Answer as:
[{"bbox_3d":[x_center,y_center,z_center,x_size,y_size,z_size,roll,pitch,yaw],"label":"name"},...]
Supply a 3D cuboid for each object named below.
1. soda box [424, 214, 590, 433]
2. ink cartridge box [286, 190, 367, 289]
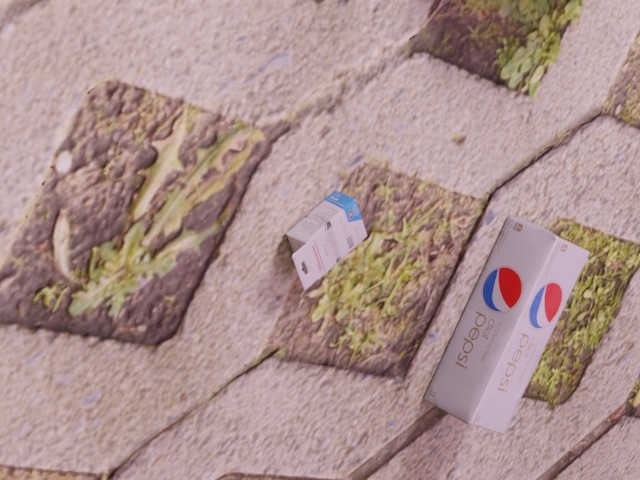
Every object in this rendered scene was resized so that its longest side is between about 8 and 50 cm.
[{"bbox_3d":[0.195,0.088,1.681,0.074,0.069,0.216,21,95,-50],"label":"soda box"},{"bbox_3d":[0.000,0.000,1.457,0.083,0.028,0.048,-41,135,-24],"label":"ink cartridge box"}]
